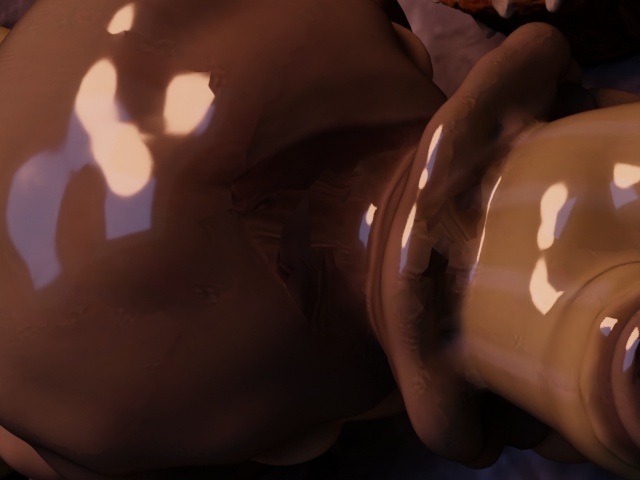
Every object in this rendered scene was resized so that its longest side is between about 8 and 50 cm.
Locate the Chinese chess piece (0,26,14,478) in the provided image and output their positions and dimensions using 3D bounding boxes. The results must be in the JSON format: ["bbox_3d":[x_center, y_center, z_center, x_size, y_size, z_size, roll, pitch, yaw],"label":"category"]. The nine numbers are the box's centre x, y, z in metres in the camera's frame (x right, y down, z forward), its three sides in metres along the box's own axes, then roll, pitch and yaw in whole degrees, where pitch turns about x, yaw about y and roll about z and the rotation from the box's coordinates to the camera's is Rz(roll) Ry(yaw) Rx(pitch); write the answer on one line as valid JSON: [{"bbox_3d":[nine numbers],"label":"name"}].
[{"bbox_3d":[-0.201,0.008,0.762,0.250,0.101,0.250,-22,60,45],"label":"Chinese chess piece"}]

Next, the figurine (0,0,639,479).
[{"bbox_3d":[0.001,0.000,0.521,0.381,0.203,0.248,7,82,45],"label":"figurine"}]

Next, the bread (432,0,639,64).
[{"bbox_3d":[0.108,-0.152,0.578,0.160,0.073,0.160,-20,60,40],"label":"bread"}]
